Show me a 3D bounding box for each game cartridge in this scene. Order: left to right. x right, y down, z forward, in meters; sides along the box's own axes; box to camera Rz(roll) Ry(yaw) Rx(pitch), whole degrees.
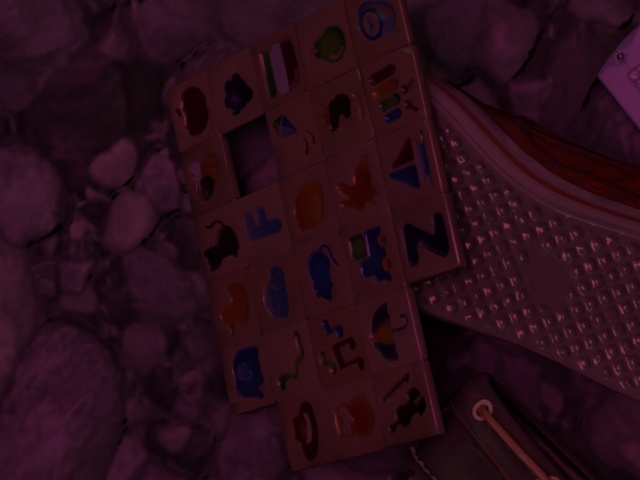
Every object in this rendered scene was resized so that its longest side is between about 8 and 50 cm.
[{"bbox_3d":[0.195,-0.099,0.994,0.083,0.017,0.056,-38,79,10],"label":"game cartridge"}]

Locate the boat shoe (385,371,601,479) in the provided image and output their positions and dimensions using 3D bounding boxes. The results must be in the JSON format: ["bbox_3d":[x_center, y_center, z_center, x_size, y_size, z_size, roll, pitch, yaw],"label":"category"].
[{"bbox_3d":[0.175,0.192,0.923,0.324,0.116,0.096,37,99,23],"label":"boat shoe"}]

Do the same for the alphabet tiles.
[{"bbox_3d":[0.000,0.000,0.998,0.198,0.009,0.237,-21,78,45],"label":"alphabet tiles"}]

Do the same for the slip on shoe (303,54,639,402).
[{"bbox_3d":[0.108,-0.010,0.975,0.331,0.101,0.123,28,115,30],"label":"slip on shoe"}]
